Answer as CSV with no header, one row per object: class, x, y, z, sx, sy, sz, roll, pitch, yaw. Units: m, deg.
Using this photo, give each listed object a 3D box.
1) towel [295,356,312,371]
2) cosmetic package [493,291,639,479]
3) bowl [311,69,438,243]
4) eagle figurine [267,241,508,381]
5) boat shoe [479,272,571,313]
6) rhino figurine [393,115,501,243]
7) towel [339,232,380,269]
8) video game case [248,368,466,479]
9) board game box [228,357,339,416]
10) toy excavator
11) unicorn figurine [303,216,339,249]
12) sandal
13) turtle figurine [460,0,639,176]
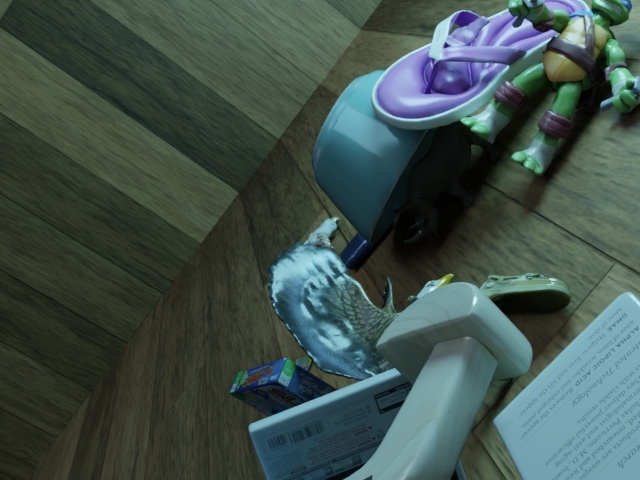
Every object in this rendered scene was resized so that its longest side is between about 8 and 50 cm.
towel,-0.042,0.245,1.310,0.060,0.009,0.083,-23,36,59
cosmetic package,0.246,0.165,0.501,0.151,0.151,0.183,-50,20,14
bowl,0.099,-0.166,1.243,0.311,0.163,0.311,-56,-11,-17
eagle figurine,0.085,0.121,0.907,0.225,0.226,0.298,-21,18,-32
boat shoe,0.241,0.057,0.864,0.048,0.056,0.153,-66,13,-17
rhino figurine,0.196,-0.098,1.163,0.243,0.106,0.073,-58,18,-10
towel,0.087,0.001,1.388,0.119,0.029,0.067,-50,18,12
video game case,0.044,0.230,0.736,0.191,0.173,0.022,-20,12,-6
board game box,-0.004,0.224,0.944,0.136,0.201,0.035,-30,31,54
toy excavator,-0.019,0.272,0.588,0.445,0.222,0.433,-37,15,27
unicorn figurine,0.000,0.000,1.557,0.111,0.060,0.161,-38,25,43
sandal,0.241,-0.305,1.112,0.416,0.102,0.169,-33,48,-21
turtle figurine,0.316,-0.229,0.956,0.266,0.198,0.274,-56,14,14
